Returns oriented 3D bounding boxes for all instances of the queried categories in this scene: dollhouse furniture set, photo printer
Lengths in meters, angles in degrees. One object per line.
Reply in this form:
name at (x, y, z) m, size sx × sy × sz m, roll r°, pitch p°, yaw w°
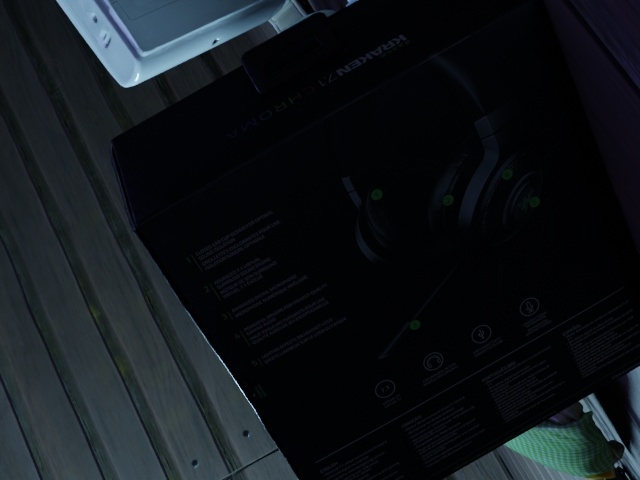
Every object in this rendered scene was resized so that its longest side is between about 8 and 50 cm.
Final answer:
dollhouse furniture set at (0.113, 0.180, 1.035) m, size 0.301 × 0.151 × 0.197 m, roll 26°, pitch 172°, yaw 34°
photo printer at (-0.194, -0.362, 1.404) m, size 0.256 × 0.307 × 0.107 m, roll 53°, pitch 145°, yaw 3°

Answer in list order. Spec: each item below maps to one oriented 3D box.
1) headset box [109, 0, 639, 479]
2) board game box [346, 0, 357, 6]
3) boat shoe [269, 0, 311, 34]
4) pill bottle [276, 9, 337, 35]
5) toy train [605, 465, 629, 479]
headset box at (0.040, -0.002, 0.666) m, size 0.283 × 0.246 × 0.131 m, roll 60°, pitch 179°, yaw -30°
board game box at (-0.023, -0.307, 0.913) m, size 0.390 × 0.050 × 0.390 m, roll 60°, pitch 179°, yaw 35°
boat shoe at (-0.024, -0.296, 1.546) m, size 0.206 × 0.075 × 0.065 m, roll 59°, pitch -151°, yaw 1°
pill bottle at (0.024, -0.157, 1.249) m, size 0.194 × 0.108 × 0.108 m, roll 60°, pitch 179°, yaw 12°
toy train at (0.307, 0.255, 1.100) m, size 0.036 × 0.027 × 0.158 m, roll 56°, pitch -177°, yaw -42°
